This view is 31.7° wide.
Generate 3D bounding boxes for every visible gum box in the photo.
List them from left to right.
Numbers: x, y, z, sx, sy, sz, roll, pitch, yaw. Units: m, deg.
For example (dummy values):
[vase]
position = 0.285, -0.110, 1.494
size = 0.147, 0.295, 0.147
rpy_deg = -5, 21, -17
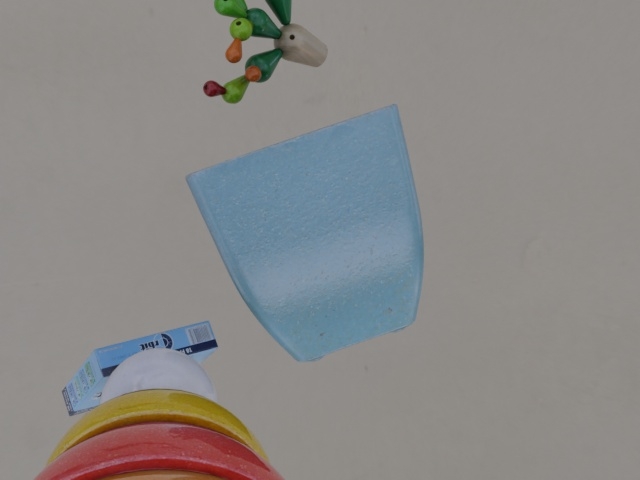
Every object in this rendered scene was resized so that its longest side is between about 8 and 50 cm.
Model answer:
[gum box]
position = -0.237, 0.167, 1.463
size = 0.157, 0.184, 0.041
rpy_deg = -13, 73, -30

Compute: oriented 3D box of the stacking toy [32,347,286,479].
[stacking toy]
position = -0.141, 0.250, 0.965
size = 0.350, 0.480, 0.351
rpy_deg = -3, 114, -7

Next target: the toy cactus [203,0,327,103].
[toy cactus]
position = -0.074, -0.269, 1.474
size = 0.180, 0.112, 0.219
rpy_deg = 20, 70, -39

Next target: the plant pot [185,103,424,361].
[plant pot]
position = 0.000, 0.000, 1.350
size = 0.247, 0.248, 0.252
rpy_deg = -20, 95, -4
